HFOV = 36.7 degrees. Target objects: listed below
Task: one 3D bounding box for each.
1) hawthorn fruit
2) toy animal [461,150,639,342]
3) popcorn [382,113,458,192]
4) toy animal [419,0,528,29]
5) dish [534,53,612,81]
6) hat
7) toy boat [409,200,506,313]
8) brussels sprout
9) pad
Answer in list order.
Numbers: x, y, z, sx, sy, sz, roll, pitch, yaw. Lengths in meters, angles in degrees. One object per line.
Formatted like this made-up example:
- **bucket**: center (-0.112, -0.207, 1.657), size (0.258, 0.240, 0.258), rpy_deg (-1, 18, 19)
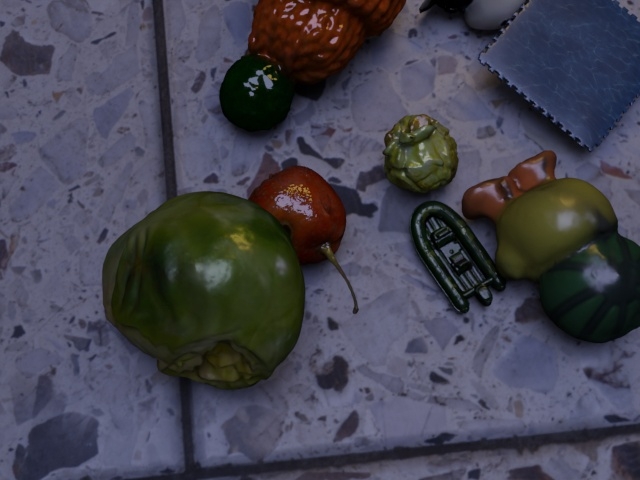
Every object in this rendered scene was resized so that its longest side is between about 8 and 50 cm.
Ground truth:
- **hawthorn fruit**: center (0.000, 0.000, 1.588), size (0.165, 0.165, 0.285), rpy_deg (-39, 65, -12)
- **toy animal**: center (0.402, 0.007, 1.567), size (0.216, 0.191, 0.338), rpy_deg (-30, 72, -15)
- **popcorn**: center (0.175, -0.150, 1.655), size (0.135, 0.162, 0.141), rpy_deg (32, 48, 14)
- **toy animal**: center (0.292, -0.456, 1.770), size (0.179, 0.138, 0.166), rpy_deg (24, 93, 0)
- **dish**: center (0.440, -0.359, 1.757), size (0.190, 0.066, 0.191), rpy_deg (1, 75, -5)
- **hat**: center (-0.026, -0.378, 1.677), size (0.285, 0.285, 0.400), rpy_deg (21, 76, 8)
- **toy boat**: center (0.227, 0.025, 1.639), size (0.104, 0.052, 0.210), rpy_deg (-30, 74, -6)
- **brussels sprout**: center (-0.185, 0.080, 1.485), size (0.344, 0.268, 0.344), rpy_deg (1, 91, 27)
- **pad**: center (0.454, -0.330, 1.707), size (0.269, 0.012, 0.269), rpy_deg (39, 77, 4)
